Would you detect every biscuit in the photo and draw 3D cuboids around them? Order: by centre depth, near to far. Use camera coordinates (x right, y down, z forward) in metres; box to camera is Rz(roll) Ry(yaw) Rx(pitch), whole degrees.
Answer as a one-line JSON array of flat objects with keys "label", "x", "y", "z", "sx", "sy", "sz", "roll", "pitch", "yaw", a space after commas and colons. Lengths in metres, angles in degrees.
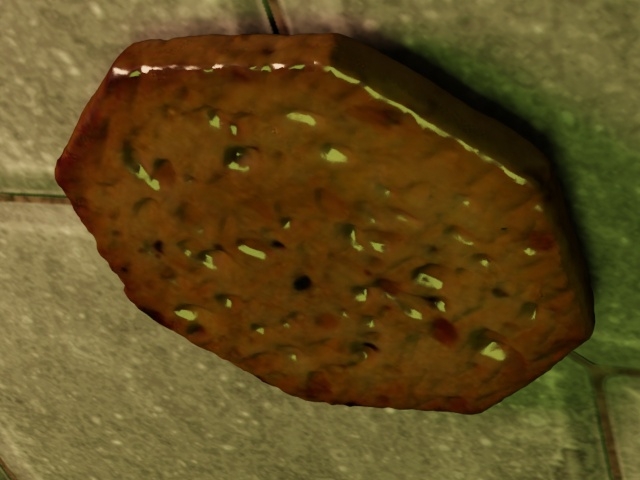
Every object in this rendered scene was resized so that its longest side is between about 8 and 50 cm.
[{"label": "biscuit", "x": 0.000, "y": -0.001, "z": 0.884, "sx": 0.359, "sy": 0.046, "sz": 0.359, "roll": 13, "pitch": 142, "yaw": 11}]
